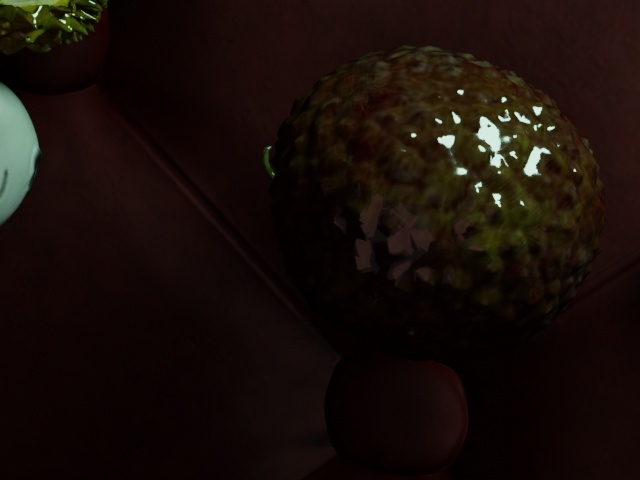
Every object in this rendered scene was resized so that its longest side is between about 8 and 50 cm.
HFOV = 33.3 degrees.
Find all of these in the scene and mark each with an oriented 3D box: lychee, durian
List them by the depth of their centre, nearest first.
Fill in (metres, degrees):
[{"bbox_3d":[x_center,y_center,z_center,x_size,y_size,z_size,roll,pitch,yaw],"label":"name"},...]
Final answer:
[{"bbox_3d":[0.085,-0.022,0.826,0.260,0.260,0.261,5,113,11],"label":"lychee"},{"bbox_3d":[-0.290,-0.211,0.915,0.224,0.140,0.078,28,133,21],"label":"durian"}]

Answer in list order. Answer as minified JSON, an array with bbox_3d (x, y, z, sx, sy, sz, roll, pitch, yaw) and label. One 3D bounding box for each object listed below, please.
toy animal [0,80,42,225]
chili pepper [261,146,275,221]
[{"bbox_3d":[-0.361,-0.098,0.936,0.187,0.165,0.235,-37,100,23],"label":"toy animal"},{"bbox_3d":[-0.001,0.001,0.956,0.059,0.050,0.191,-30,102,31],"label":"chili pepper"}]
